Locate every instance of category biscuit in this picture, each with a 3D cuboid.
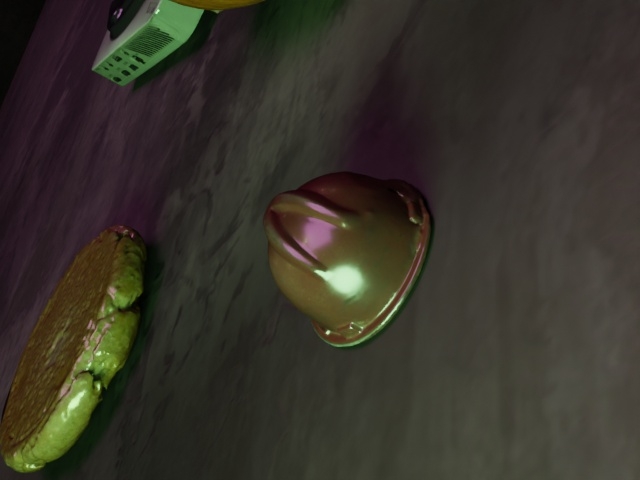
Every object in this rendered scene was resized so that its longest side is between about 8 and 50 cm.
[{"bbox_3d":[-0.201,0.087,0.853,0.226,0.042,0.226,-46,26,32],"label":"biscuit"}]

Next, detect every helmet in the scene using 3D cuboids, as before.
[{"bbox_3d":[0.000,0.000,0.509,0.089,0.057,0.111,-65,23,1],"label":"helmet"}]

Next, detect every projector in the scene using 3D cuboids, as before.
[{"bbox_3d":[-0.162,-0.317,1.156,0.257,0.079,0.259,-9,56,63],"label":"projector"}]

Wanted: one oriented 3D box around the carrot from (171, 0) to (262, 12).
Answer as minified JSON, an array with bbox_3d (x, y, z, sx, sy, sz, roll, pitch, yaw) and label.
[{"bbox_3d":[-0.081,-0.273,0.795,0.214,0.193,0.331,-47,23,-8],"label":"carrot"}]
